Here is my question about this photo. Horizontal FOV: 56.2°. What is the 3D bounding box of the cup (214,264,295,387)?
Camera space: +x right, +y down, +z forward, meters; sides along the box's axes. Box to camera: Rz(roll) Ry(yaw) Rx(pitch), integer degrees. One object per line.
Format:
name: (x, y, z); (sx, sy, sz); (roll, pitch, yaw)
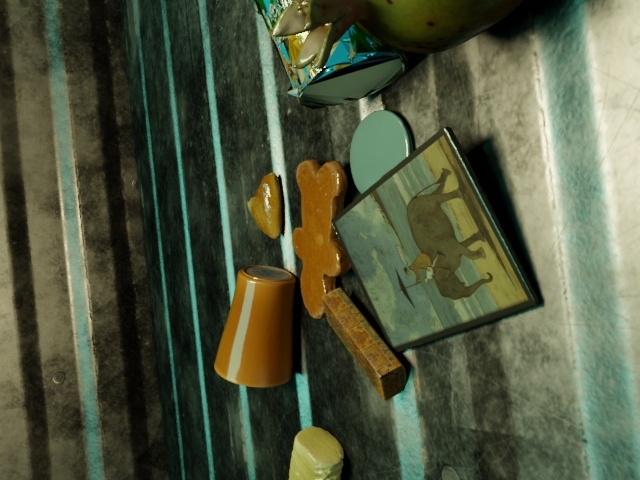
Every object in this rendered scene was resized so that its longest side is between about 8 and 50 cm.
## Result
cup: (-0.138, 0.194, 1.393); (0.226, 0.182, 0.264); (-80, 0, -78)

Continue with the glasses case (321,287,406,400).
glasses case: (0.075, 0.180, 1.080); (0.218, 0.049, 0.075); (51, 161, 46)

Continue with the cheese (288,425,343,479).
cheese: (-0.013, 0.490, 1.257); (0.123, 0.093, 0.167); (44, 131, 53)

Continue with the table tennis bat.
table tennis bat: (0.101, -0.099, 1.012); (0.149, 0.038, 0.237); (8, 100, 52)

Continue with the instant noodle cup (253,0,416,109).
instant noodle cup: (0.027, -0.327, 0.933); (0.240, 0.240, 0.178); (-25, 80, 60)

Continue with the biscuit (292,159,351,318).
biscuit: (0.003, 0.000, 1.194); (0.205, 0.049, 0.324); (21, 112, 60)

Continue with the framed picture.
framed picture: (0.148, 0.022, 0.910); (0.347, 0.016, 0.265); (-37, 76, 58)

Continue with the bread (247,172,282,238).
bread: (-0.125, -0.064, 1.416); (0.154, 0.054, 0.136); (-53, 52, 54)

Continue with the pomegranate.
pomegranate: (0.086, -0.353, 0.694); (0.291, 0.323, 0.291); (165, 90, -84)
